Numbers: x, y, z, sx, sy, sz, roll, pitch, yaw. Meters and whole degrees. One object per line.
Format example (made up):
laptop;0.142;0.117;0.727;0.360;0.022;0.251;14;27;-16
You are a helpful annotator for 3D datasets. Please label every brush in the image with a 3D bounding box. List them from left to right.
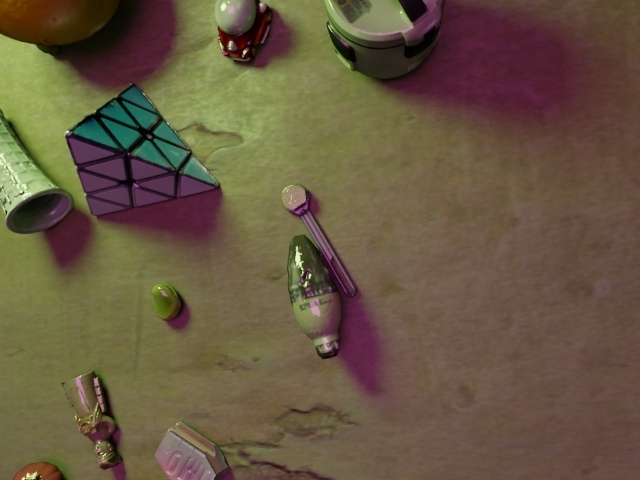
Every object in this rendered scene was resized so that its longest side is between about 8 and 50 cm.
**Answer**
brush;0.000;0.000;0.948;0.062;0.027;0.266;-32;84;8

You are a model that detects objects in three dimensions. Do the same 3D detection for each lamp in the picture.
lamp;-0.624;0.544;1.011;0.107;0.092;0.108;7;64;-15
lamp;-0.013;0.109;0.911;0.101;0.101;0.250;-19;77;9

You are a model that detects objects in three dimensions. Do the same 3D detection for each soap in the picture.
soap;-0.269;0.468;0.969;0.149;0.056;0.100;30;96;10

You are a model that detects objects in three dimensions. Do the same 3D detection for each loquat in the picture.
loquat;-0.581;-0.542;0.939;0.328;0.328;0.359;37;139;9

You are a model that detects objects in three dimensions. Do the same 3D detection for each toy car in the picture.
toy car;-0.171;-0.454;0.948;0.112;0.112;0.139;13;90;10

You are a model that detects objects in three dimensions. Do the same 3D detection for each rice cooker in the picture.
rice cooker;0.117;-0.423;0.832;0.225;0.244;0.226;0;87;6

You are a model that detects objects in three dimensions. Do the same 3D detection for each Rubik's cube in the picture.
Rubik's cube;-0.398;-0.179;0.965;0.228;0.233;0.228;-36;36;-28

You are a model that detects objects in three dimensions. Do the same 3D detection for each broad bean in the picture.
broad bean;-0.333;0.132;0.997;0.063;0.045;0.083;-13;94;11

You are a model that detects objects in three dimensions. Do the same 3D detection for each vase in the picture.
vase;-0.697;-0.171;1.024;0.143;0.143;0.299;-42;80;6

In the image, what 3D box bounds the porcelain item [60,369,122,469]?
porcelain item;-0.499;0.400;1.013;0.084;0.054;0.213;-23;86;10
